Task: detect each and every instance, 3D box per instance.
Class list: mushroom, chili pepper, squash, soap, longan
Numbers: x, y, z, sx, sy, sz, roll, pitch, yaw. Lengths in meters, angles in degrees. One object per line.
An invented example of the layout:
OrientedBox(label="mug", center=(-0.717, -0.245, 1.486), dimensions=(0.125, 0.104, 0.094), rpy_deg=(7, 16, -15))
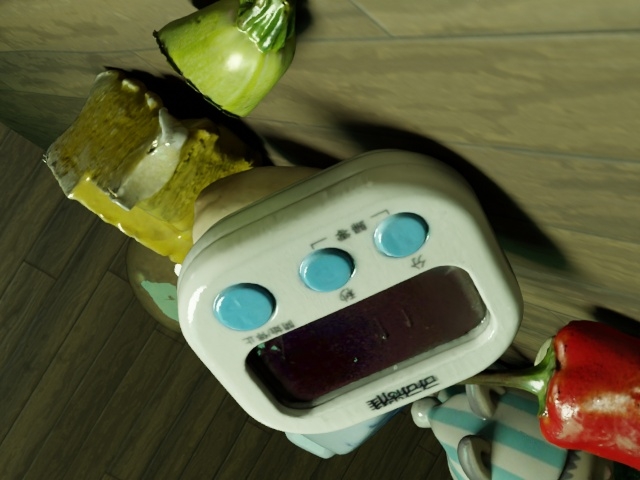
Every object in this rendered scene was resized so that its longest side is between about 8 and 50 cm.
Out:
OrientedBox(label="mushroom", center=(-0.010, -0.025, 1.001), dimensions=(0.173, 0.162, 0.236), rpy_deg=(53, -152, -6))
OrientedBox(label="chili pepper", center=(0.271, 0.142, 0.937), dimensions=(0.338, 0.131, 0.134), rpy_deg=(25, -164, 14))
OrientedBox(label="squash", center=(-0.061, -0.127, 0.668), dimensions=(0.090, 0.075, 0.200), rpy_deg=(58, 165, -10))
OrientedBox(label="soap", center=(-0.115, -0.035, 1.144), dimensions=(0.339, 0.169, 0.304), rpy_deg=(35, -178, -32))
OrientedBox(label="longan", center=(-0.225, 0.045, 1.782), dimensions=(0.258, 0.258, 0.258), rpy_deg=(30, 173, 4))

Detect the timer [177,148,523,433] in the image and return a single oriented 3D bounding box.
OrientedBox(label="timer", center=(0.024, 0.047, 0.828), dimensions=(0.237, 0.262, 0.087), rpy_deg=(57, -166, -39))

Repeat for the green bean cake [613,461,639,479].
OrientedBox(label="green bean cake", center=(0.505, 0.434, 1.831), dimensions=(0.300, 0.169, 0.308), rpy_deg=(27, 173, 34))

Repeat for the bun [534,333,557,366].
OrientedBox(label="bun", center=(0.319, 0.182, 1.128), dimensions=(0.183, 0.102, 0.183), rpy_deg=(27, 173, 4))

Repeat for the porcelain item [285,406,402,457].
OrientedBox(label="porcelain item", center=(0.059, 0.206, 1.553), dimensions=(0.178, 0.242, 0.405), rpy_deg=(50, 154, 10))

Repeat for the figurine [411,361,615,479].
OrientedBox(label="figurine", center=(0.284, 0.266, 1.554), dimensions=(0.361, 0.266, 0.377), rpy_deg=(48, 168, 42))
